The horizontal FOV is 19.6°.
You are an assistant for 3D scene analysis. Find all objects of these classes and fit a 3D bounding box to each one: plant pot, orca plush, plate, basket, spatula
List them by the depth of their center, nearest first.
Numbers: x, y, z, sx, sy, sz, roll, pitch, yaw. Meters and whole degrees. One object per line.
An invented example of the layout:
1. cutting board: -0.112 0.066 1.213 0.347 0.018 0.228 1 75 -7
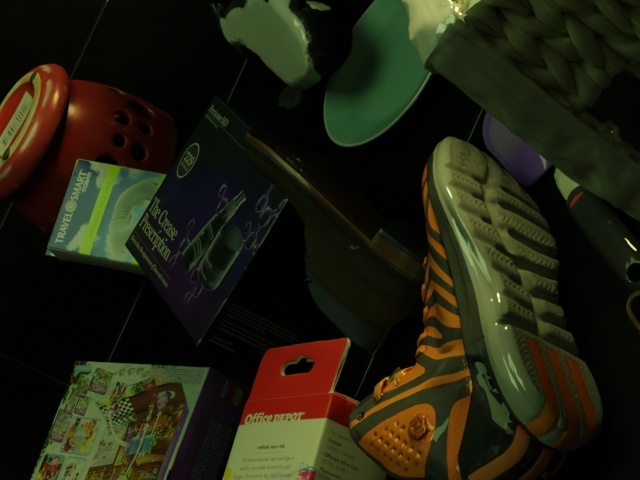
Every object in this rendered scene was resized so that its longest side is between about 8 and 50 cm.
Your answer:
1. basket: 0.233 -0.209 1.219 0.266 0.328 0.331 -44 33 23
2. spatula: 0.195 -0.043 1.434 0.084 0.030 0.296 -53 30 19
3. plate: 0.069 -0.169 1.759 0.188 0.024 0.188 -40 34 36
4. orca plush: -0.016 -0.212 1.883 0.287 0.102 0.151 167 84 -74
5. plant pot: -0.285 -0.098 2.127 0.191 0.174 0.191 -42 32 34

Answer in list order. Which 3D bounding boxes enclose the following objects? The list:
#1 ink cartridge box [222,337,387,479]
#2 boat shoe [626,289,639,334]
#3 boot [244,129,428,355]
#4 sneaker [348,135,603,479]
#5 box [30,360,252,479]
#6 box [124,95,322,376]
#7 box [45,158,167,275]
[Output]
1. ink cartridge box: -0.017 0.203 1.519 0.134 0.078 0.231 -12 56 54
2. boat shoe: 0.257 0.076 1.198 0.064 0.060 0.178 -60 28 4
3. boot: 0.000 0.000 1.582 0.219 0.082 0.106 39 113 22
4. sneaker: 0.091 0.070 1.408 0.180 0.124 0.321 -44 33 29
5. box: -0.192 0.222 1.812 0.293 0.057 0.201 -3 63 58
6. box: -0.072 -0.006 1.772 0.184 0.103 0.261 -56 29 6
7. box: -0.208 -0.023 1.971 0.178 0.042 0.109 10 72 23
